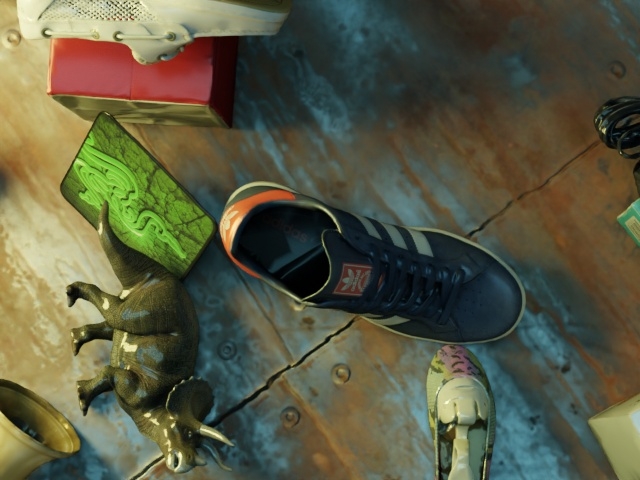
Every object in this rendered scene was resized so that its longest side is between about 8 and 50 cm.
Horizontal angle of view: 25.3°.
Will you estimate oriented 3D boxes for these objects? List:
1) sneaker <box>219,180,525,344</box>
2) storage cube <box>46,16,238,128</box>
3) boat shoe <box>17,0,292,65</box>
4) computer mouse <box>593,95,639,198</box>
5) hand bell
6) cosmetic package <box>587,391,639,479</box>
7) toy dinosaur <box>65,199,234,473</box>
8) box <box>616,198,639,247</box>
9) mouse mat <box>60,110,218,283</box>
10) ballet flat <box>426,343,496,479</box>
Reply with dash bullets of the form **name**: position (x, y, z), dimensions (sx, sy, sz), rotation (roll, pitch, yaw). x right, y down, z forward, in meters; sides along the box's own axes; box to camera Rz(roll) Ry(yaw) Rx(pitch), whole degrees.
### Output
- **sneaker**: position (0.053, 0.038, 1.539), dimensions (0.350, 0.148, 0.131), rotation (16, 100, 1)
- **storage cube**: position (-0.190, -0.235, 1.583), dimensions (0.183, 0.215, 0.193), rotation (4, 87, 3)
- **boat shoe**: position (-0.168, -0.225, 1.442), dimensions (0.277, 0.098, 0.096), rotation (7, 116, 2)
- **computer mouse**: position (0.410, -0.037, 1.498), dimensions (0.188, 0.072, 0.272), rotation (-15, 70, 2)
- **hand bell**: position (-0.387, 0.284, 1.580), dimensions (0.126, 0.126, 0.242), rotation (40, 98, 8)
- **cosmetic package**: position (0.475, 0.132, 1.457), dimensions (0.377, 0.284, 0.097), rotation (-28, 79, -2)
- **toy dinosaur**: position (-0.197, 0.114, 1.592), dimensions (0.160, 0.121, 0.313), rotation (-6, 76, -10)
- **box**: position (0.448, -0.082, 1.583), dimensions (0.244, 0.100, 0.060), rotation (-37, 83, -3)
- **mouse mat**: position (-0.207, -0.037, 1.600), dimensions (0.190, 0.152, 0.007), rotation (45, 43, 9)
- **ballet flat**: position (0.155, 0.222, 1.560), dimensions (0.077, 0.079, 0.221), rotation (0, 81, 3)
